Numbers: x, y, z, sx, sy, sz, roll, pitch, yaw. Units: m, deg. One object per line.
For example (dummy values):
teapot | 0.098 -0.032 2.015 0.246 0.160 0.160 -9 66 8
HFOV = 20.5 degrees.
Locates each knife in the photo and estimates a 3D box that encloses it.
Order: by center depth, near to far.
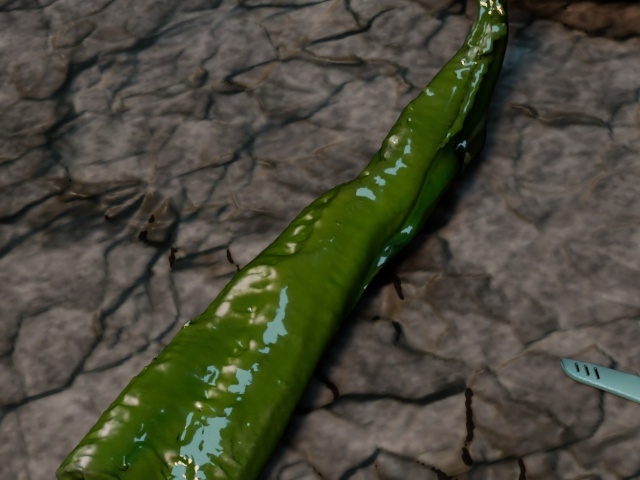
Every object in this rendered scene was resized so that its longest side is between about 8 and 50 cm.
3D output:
knife | 0.154 0.072 0.834 0.091 0.005 0.014 17 58 23

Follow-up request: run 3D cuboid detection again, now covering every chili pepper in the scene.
chili pepper | 0.000 0.000 0.876 0.085 0.076 0.359 30 65 7
